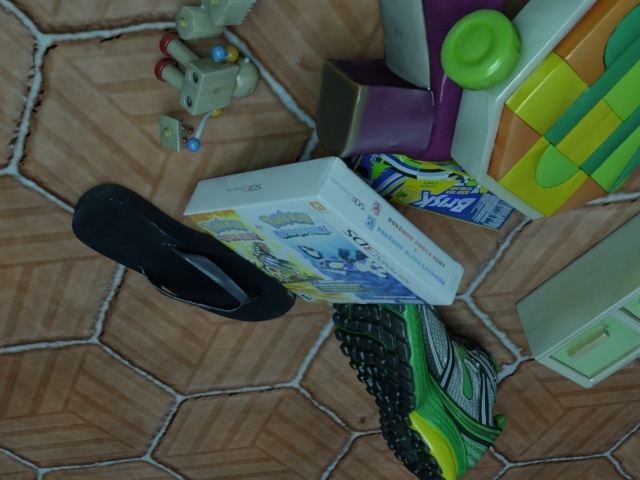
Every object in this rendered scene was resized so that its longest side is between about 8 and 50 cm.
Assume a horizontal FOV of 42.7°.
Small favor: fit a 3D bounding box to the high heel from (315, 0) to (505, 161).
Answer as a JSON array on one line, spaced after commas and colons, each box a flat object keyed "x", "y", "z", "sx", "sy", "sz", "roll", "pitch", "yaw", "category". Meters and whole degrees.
[{"x": 0.115, "y": -0.229, "z": 0.625, "sx": 0.181, "sy": 0.127, "sz": 0.377, "roll": -9, "pitch": 136, "yaw": -30, "category": "high heel"}]

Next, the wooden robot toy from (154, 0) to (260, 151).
[{"x": -0.086, "y": -0.150, "z": 0.697, "sx": 0.079, "sy": 0.076, "sz": 0.173, "roll": -18, "pitch": 145, "yaw": -40, "category": "wooden robot toy"}]

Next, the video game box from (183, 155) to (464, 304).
[{"x": 0.000, "y": 0.000, "z": 0.772, "sx": 0.205, "sy": 0.048, "sz": 0.187, "roll": -5, "pitch": 143, "yaw": 49, "category": "video game box"}]

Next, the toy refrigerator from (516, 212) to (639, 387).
[{"x": 0.357, "y": 0.048, "z": 0.893, "sx": 0.102, "sy": 0.094, "sz": 0.269, "roll": 30, "pitch": 124, "yaw": -29, "category": "toy refrigerator"}]

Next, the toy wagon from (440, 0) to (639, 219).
[{"x": 0.251, "y": -0.168, "z": 0.636, "sx": 0.344, "sy": 0.068, "sz": 0.267, "roll": -48, "pitch": 142, "yaw": 16, "category": "toy wagon"}]

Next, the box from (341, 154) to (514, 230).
[{"x": 0.106, "y": -0.065, "z": 0.783, "sx": 0.169, "sy": 0.059, "sz": 0.054, "roll": 15, "pitch": 128, "yaw": -19, "category": "box"}]

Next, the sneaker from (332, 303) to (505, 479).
[{"x": 0.122, "y": 0.139, "z": 0.955, "sx": 0.146, "sy": 0.134, "sz": 0.343, "roll": -38, "pitch": 128, "yaw": -21, "category": "sneaker"}]

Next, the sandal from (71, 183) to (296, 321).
[{"x": -0.140, "y": 0.032, "z": 0.849, "sx": 0.254, "sy": 0.054, "sz": 0.097, "roll": 26, "pitch": 125, "yaw": -27, "category": "sandal"}]
